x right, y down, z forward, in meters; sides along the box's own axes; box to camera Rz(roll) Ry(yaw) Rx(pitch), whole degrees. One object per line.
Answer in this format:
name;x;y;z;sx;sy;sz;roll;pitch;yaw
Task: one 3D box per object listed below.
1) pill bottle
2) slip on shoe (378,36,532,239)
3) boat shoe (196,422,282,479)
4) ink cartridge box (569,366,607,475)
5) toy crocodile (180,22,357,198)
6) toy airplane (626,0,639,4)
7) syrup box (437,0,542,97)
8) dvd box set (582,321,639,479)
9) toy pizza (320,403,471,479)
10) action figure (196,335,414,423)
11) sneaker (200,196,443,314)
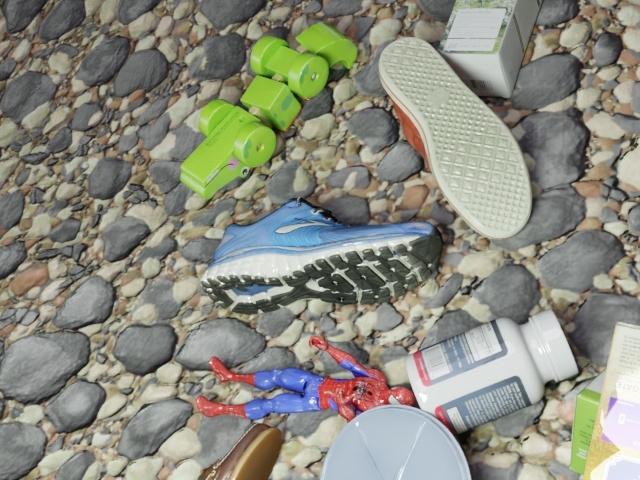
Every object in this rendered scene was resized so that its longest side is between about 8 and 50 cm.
pill bottle;0.198;0.150;1.354;0.180;0.108;0.108;-23;49;7
slip on shoe;0.183;-0.133;1.590;0.123;0.101;0.331;-28;61;-6
boat shoe;-0.123;0.304;1.405;0.073;0.073;0.207;19;64;32
ink cartridge box;0.412;0.181;1.254;0.189;0.097;0.255;18;30;34
toy crocodile;-0.079;-0.198;1.763;0.115;0.105;0.340;29;75;37
toy airplane;0.613;-0.371;1.454;0.386;0.272;0.384;-38;48;-4
syrup box;0.253;-0.326;1.702;0.093;0.096;0.236;6;57;27
dvd box set;0.377;0.309;1.058;0.308;0.062;0.420;11;87;30
toy pizza;0.085;0.286;1.319;0.201;0.032;0.201;-9;75;34
action figure;-0.027;0.170;1.428;0.281;0.139;0.091;1;57;22
sneaker;0.000;0.000;1.546;0.330;0.129;0.147;-5;56;21
